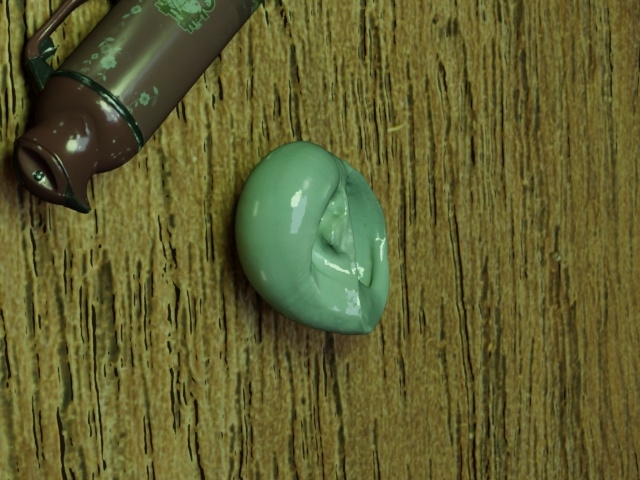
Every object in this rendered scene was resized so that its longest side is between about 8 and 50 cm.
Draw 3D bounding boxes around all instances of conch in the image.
[{"bbox_3d":[-0.004,-0.002,1.762,0.185,0.121,0.221,-41,121,-27],"label":"conch"}]

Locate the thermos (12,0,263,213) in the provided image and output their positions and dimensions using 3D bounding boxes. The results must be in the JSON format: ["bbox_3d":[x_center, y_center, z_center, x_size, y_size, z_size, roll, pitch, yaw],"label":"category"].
[{"bbox_3d":[-0.181,-0.177,1.610,0.330,0.109,0.136,-53,123,-22],"label":"thermos"}]
